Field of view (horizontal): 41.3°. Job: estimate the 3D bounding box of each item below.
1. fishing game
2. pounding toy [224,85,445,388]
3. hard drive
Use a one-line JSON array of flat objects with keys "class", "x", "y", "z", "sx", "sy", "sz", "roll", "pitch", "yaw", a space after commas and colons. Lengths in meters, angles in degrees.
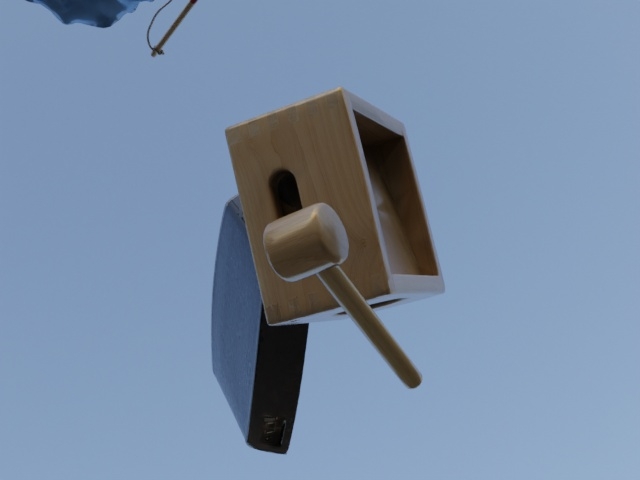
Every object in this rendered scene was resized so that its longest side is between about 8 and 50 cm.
[{"class": "fishing game", "x": -0.248, "y": -0.302, "z": 0.873, "sx": 0.264, "sy": 0.041, "sz": 0.189, "roll": 29, "pitch": -47, "yaw": -22}, {"class": "pounding toy", "x": 0.000, "y": 0.009, "z": 0.521, "sx": 0.094, "sy": 0.206, "sz": 0.181, "roll": -16, "pitch": -99, "yaw": 22}, {"class": "hard drive", "x": -0.069, "y": 0.087, "z": 0.907, "sx": 0.054, "sy": 0.172, "sz": 0.255, "roll": -6, "pitch": -57, "yaw": -23}]
